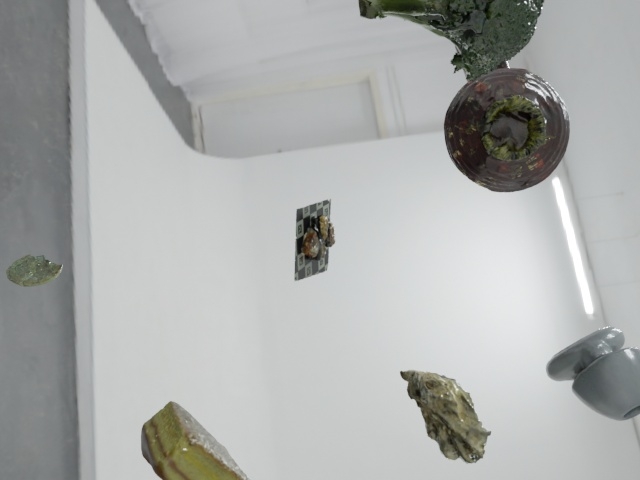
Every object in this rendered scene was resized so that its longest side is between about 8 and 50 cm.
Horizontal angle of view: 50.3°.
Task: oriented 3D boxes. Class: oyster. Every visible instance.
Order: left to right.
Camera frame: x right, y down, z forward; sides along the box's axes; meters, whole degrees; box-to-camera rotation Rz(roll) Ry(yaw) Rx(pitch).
[{"bbox_3d":[0.238,0.332,1.314,0.072,0.133,0.209,10,56,-49],"label":"oyster"}]

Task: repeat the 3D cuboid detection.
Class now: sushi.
[{"bbox_3d":[0.000,0.000,1.680,0.210,0.040,0.192,-18,112,-65],"label":"sushi"}]

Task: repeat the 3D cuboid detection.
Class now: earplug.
[{"bbox_3d":[0.683,0.317,1.670,0.175,0.214,0.325,58,4,-10],"label":"earplug"}]

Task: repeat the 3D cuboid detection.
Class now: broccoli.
[{"bbox_3d":[0.196,-0.392,0.996,0.304,0.284,0.321,46,40,-71],"label":"broccoli"}]

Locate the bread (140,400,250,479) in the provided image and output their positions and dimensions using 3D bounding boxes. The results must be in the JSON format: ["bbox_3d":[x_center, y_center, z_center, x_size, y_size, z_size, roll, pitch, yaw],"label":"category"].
[{"bbox_3d":[-0.241,0.418,1.284,0.184,0.110,0.234,47,-14,-16],"label":"bread"}]

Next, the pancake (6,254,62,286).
[{"bbox_3d":[-0.716,0.075,1.690,0.116,0.130,0.022,-42,144,-43],"label":"pancake"}]

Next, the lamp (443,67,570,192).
[{"bbox_3d":[0.358,-0.212,1.315,0.247,0.247,0.246,-8,90,-88],"label":"lamp"}]

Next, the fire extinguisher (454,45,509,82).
[{"bbox_3d":[0.411,-0.421,1.618,0.106,0.147,0.337,-125,-168,-74],"label":"fire extinguisher"}]
